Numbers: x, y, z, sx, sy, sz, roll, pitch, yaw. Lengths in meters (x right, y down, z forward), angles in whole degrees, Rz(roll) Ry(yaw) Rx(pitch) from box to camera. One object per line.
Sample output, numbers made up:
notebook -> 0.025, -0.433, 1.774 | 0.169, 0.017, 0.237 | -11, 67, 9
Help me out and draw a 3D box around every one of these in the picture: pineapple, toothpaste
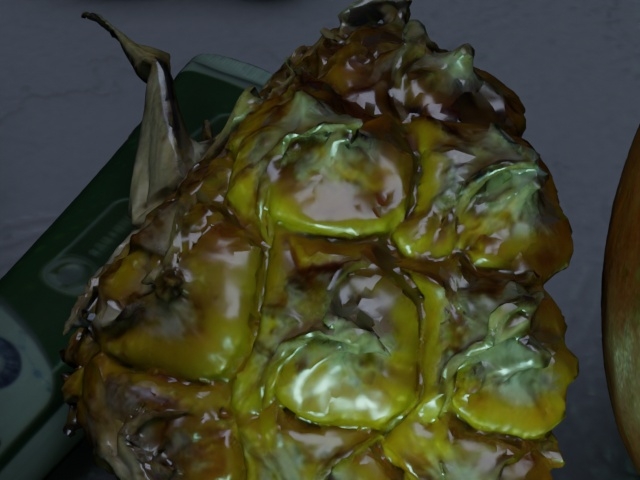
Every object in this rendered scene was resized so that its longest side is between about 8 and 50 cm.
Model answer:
pineapple -> -0.005, 0.000, 0.615 | 0.158, 0.161, 0.334 | 12, 47, -15
toothpaste -> -0.105, 0.037, 0.688 | 0.098, 0.061, 0.392 | 25, 44, 15

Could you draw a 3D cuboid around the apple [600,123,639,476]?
apple -> 0.208, 0.009, 0.575 | 0.253, 0.253, 0.253 | 0, 42, 0
